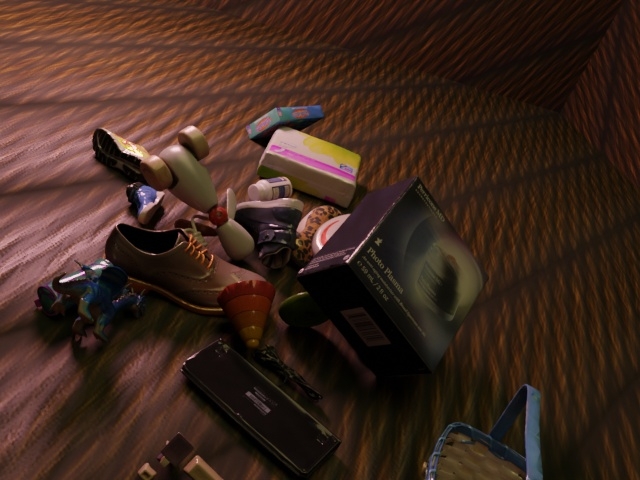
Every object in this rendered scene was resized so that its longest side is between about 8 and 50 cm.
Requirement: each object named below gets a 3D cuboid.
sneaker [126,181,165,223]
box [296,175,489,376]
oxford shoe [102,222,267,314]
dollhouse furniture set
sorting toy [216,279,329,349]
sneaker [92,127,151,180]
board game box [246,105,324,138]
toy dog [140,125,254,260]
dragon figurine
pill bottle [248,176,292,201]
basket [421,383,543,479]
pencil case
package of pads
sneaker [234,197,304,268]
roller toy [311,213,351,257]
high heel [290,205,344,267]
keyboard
[{"bbox_3d":[-0.437,-0.094,1.569,0.084,0.058,0.152,25,26,-7],"label":"sneaker"},{"bbox_3d":[0.162,0.076,1.372,0.296,0.182,0.294,52,53,-16],"label":"box"},{"bbox_3d":[-0.272,0.058,1.369,0.363,0.133,0.130,13,35,-14],"label":"oxford shoe"},{"bbox_3d":[-0.219,0.372,1.046,0.114,0.091,0.081,45,-11,-4],"label":"dollhouse furniture set"},{"bbox_3d":[-0.039,0.184,1.360,0.365,0.127,0.126,14,49,-32],"label":"sorting toy"},{"bbox_3d":[-0.513,-0.229,1.724,0.208,0.082,0.094,37,26,11],"label":"sneaker"},{"bbox_3d":[-0.115,-0.389,2.142,0.210,0.160,0.047,-15,86,-45],"label":"board game box"},{"bbox_3d":[-0.298,-0.097,1.551,0.220,0.334,0.161,-16,2,-25],"label":"toy dog"},{"bbox_3d":[-0.408,0.087,1.180,0.085,0.289,0.144,8,58,15],"label":"dragon figurine"},{"bbox_3d":[-0.142,-0.139,1.820,0.120,0.067,0.067,-15,47,-45],"label":"pill bottle"},{"bbox_3d":[0.269,0.399,1.041,0.201,0.289,0.255,31,29,4],"label":"basket"},{"bbox_3d":[-0.471,0.090,1.264,0.070,0.065,0.151,-5,16,34],"label":"pencil case"},{"bbox_3d":[-0.027,-0.235,2.007,0.296,0.101,0.229,21,32,-4],"label":"package of pads"},{"bbox_3d":[-0.148,-0.013,1.608,0.226,0.164,0.086,-4,-18,40],"label":"sneaker"},{"bbox_3d":[0.080,0.040,1.576,0.191,0.146,0.209,7,42,20],"label":"roller toy"},{"bbox_3d":[0.000,0.000,1.709,0.261,0.093,0.186,5,51,-40],"label":"high heel"},{"bbox_3d":[-0.096,0.294,1.225,0.317,0.033,0.201,37,35,20],"label":"keyboard"}]
